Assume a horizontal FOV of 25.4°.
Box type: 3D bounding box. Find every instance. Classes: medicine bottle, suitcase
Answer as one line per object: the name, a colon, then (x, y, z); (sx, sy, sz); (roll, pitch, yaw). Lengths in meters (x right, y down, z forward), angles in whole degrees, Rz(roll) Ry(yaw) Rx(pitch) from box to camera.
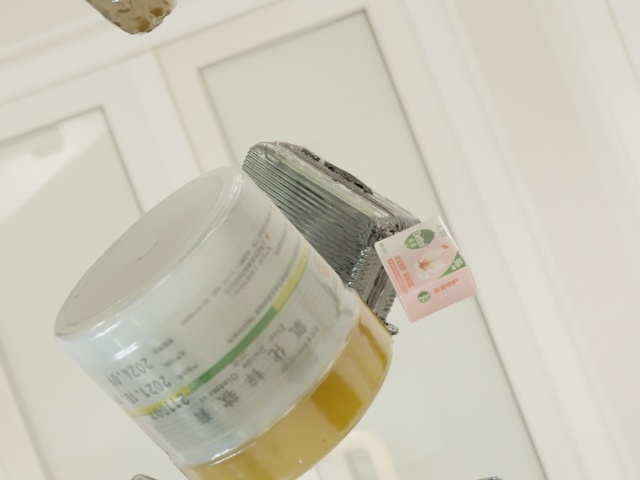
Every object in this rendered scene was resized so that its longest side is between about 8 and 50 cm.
medicine bottle: (-0.090, 0.088, 1.332); (0.238, 0.232, 0.238); (-37, 20, 15)
suitcase: (0.000, 0.000, 1.990); (0.128, 0.312, 0.202); (1, -63, -51)

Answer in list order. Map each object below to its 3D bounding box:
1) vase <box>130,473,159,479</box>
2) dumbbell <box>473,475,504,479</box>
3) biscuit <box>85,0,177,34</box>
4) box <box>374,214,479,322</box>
vase: (-0.123, 0.326, 1.605); (0.211, 0.059, 0.060); (19, 12, 15)
dumbbell: (0.298, 0.437, 1.815); (0.143, 0.316, 0.156); (-50, 11, 36)
biscuit: (-0.263, -0.362, 1.196); (0.076, 0.368, 0.394); (-41, 27, 12)
box: (0.122, 0.032, 1.656); (0.089, 0.043, 0.125); (-25, 32, 0)
